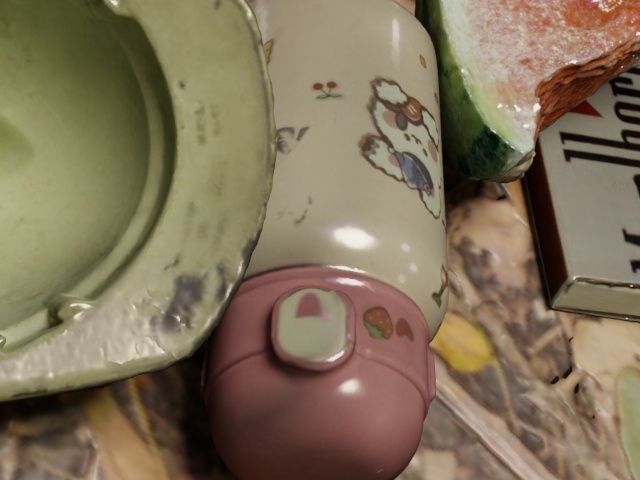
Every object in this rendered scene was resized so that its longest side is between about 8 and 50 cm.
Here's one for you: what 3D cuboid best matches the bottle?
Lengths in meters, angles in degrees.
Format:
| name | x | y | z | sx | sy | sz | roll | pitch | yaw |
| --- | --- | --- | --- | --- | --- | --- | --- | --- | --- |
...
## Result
| name | x | y | z | sx | sy | sz | roll | pitch | yaw |
| --- | --- | --- | --- | --- | --- | --- | --- | --- | --- |
| bottle | 0.000 | 0.000 | 0.576 | 0.110 | 0.110 | 0.233 | 14 | 49 | -13 |

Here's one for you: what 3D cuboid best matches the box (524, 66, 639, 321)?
| name | x | y | z | sx | sy | sz | roll | pitch | yaw |
| --- | --- | --- | --- | --- | --- | --- | --- | --- | --- |
| box | 0.166 | -0.034 | 0.725 | 0.115 | 0.036 | 0.177 | 7 | 51 | -14 |

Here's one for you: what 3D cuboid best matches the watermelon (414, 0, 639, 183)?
| name | x | y | z | sx | sy | sz | roll | pitch | yaw |
| --- | --- | --- | --- | --- | --- | --- | --- | --- | --- |
| watermelon | 0.109 | -0.104 | 0.686 | 0.158 | 0.098 | 0.121 | -36 | 72 | -15 |

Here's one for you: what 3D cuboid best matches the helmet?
| name | x | y | z | sx | sy | sz | roll | pitch | yaw |
| --- | --- | --- | --- | --- | --- | --- | --- | --- | --- |
| helmet | -0.160 | -0.042 | 0.522 | 0.258 | 0.137 | 0.204 | 11 | 89 | -21 |
